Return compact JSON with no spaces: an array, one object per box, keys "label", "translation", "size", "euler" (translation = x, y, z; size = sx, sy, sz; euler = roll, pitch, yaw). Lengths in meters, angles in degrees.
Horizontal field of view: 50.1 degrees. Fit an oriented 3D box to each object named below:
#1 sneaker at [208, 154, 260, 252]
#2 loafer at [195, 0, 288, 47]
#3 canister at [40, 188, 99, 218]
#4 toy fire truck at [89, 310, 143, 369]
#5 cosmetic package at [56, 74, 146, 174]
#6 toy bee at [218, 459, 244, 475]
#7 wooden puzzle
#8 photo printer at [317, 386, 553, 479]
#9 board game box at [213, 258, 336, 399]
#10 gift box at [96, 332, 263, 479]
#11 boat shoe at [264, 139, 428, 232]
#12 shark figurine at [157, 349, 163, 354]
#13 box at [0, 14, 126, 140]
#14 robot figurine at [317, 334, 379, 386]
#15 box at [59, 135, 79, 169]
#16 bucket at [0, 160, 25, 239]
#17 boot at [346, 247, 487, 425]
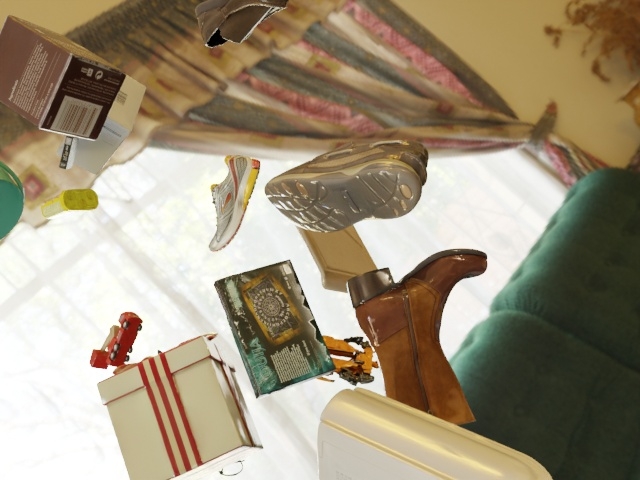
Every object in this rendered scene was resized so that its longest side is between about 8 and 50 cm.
[{"label":"sneaker","translation":[-0.207,-0.082,1.517],"size":[0.088,0.092,0.225],"euler":[-172,100,-82]},{"label":"loafer","translation":[-0.201,-0.592,1.826],"size":[0.133,0.130,0.366],"euler":[-7,6,-37]},{"label":"canister","translation":[-0.840,-0.120,2.288],"size":[0.170,0.073,0.126],"euler":[-12,-4,42]},{"label":"toy fire truck","translation":[-0.529,0.262,1.774],"size":[0.135,0.047,0.192],"euler":[29,97,53]},{"label":"cosmetic package","translation":[-0.649,-0.358,2.041],"size":[0.224,0.138,0.224],"euler":[-38,34,34]},{"label":"toy bee","translation":[-0.310,0.545,2.034],"size":[0.298,0.162,0.195],"euler":[5,25,43]},{"label":"wooden puzzle","translation":[0.028,0.011,1.436],"size":[0.044,0.239,0.221],"euler":[-38,-31,27]},{"label":"photo printer","translation":[0.145,0.343,0.851],"size":[0.107,0.307,0.256],"euler":[-34,-51,-45]},{"label":"board game box","translation":[-0.069,0.127,1.017],"size":[0.126,0.186,0.026],"euler":[-14,-21,-25]},{"label":"gift box","translation":[-0.282,0.346,1.383],"size":[0.255,0.258,0.276],"euler":[-22,-18,-6]},{"label":"boat shoe","translation":[0.050,-0.103,1.235],"size":[0.355,0.132,0.130],"euler":[-1,40,42]},{"label":"shark figurine","translation":[-0.407,0.423,1.804],"size":[0.278,0.116,0.166],"euler":[-65,-24,-54]},{"label":"box","translation":[-0.560,-0.337,1.439],"size":[0.167,0.203,0.168],"euler":[-62,-20,11]},{"label":"robot figurine","translation":[0.063,0.414,2.385],"size":[0.211,0.291,0.085],"euler":[-78,-1,-48]},{"label":"box","translation":[-0.635,-0.223,1.730],"size":[0.067,0.018,0.083],"euler":[-126,52,-78]},{"label":"bucket","translation":[-0.889,-0.113,1.695],"size":[0.281,0.183,0.281],"euler":[-38,-24,-20]},{"label":"boot","translation":[0.202,0.165,1.139],"size":[0.264,0.280,0.096],"euler":[-13,-17,-22]}]
